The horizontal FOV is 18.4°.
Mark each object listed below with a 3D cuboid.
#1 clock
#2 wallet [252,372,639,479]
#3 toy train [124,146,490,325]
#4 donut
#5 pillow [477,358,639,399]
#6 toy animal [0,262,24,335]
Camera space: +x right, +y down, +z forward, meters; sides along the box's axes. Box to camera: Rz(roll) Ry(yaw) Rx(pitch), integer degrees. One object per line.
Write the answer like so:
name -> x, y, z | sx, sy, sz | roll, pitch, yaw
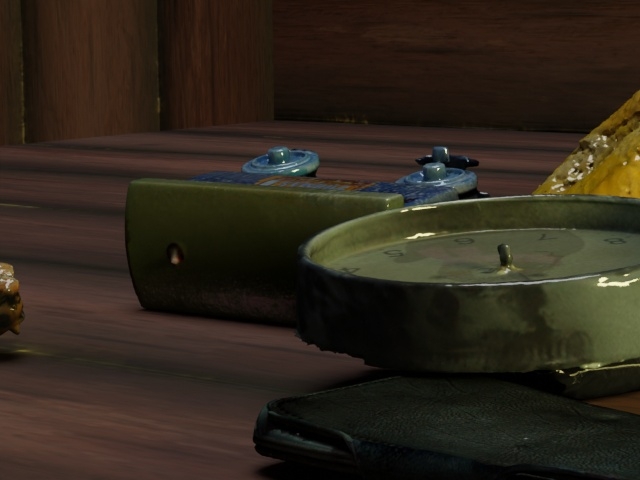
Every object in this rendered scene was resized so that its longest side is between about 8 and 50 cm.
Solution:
clock -> 0.121, 0.022, 1.252 | 0.281, 0.055, 0.280 | -4, 12, 1
wallet -> 0.115, 0.112, 1.016 | 0.172, 0.045, 0.318 | -3, 7, -40
toy train -> 0.000, 0.000, 1.614 | 0.300, 0.131, 0.202 | 4, 16, 36
donut -> 0.247, -0.030, 1.506 | 0.118, 0.253, 0.253 | 43, 5, -6
pillow -> 0.137, 0.067, 1.312 | 0.141, 0.055, 0.208 | -8, 12, -32
toy animal -> -0.349, 0.049, 1.431 | 0.255, 0.114, 0.116 | -7, 52, -16
